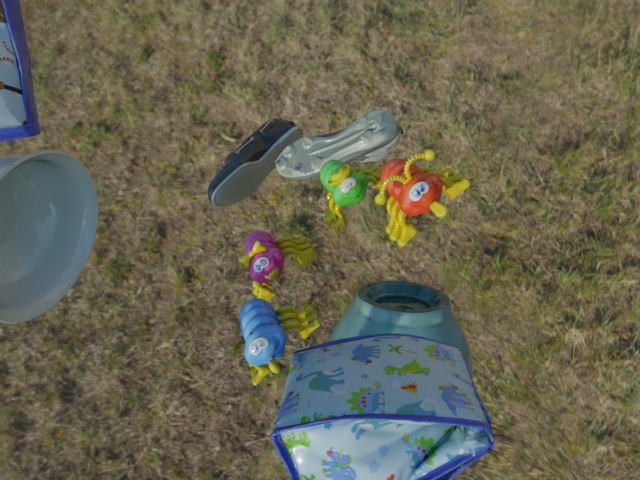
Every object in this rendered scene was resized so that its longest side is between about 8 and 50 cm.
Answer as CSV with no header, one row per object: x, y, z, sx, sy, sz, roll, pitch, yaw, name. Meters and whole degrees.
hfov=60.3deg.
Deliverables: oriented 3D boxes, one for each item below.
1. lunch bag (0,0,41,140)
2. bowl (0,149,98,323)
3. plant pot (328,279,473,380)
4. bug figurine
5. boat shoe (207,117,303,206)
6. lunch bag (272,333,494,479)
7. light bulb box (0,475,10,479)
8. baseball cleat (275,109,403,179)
-0.547,-0.261,0.630,0.386,0.239,0.327,-4,108,0,lunch bag
-0.521,-0.021,0.926,0.134,0.298,0.297,16,74,11,bowl
0.149,0.191,1.036,0.293,0.293,0.196,12,108,29,plant pot
0.000,0.000,0.548,0.279,0.072,0.216,-45,26,2,bug figurine
-0.180,-0.204,1.408,0.095,0.112,0.335,32,57,22,boat shoe
0.051,0.136,0.442,0.151,0.096,0.129,-16,16,8,lunch bag
-0.615,0.521,0.692,0.361,0.225,0.357,-30,53,26,light bulb box
0.034,-0.138,0.884,0.206,0.109,0.072,-16,72,23,baseball cleat
